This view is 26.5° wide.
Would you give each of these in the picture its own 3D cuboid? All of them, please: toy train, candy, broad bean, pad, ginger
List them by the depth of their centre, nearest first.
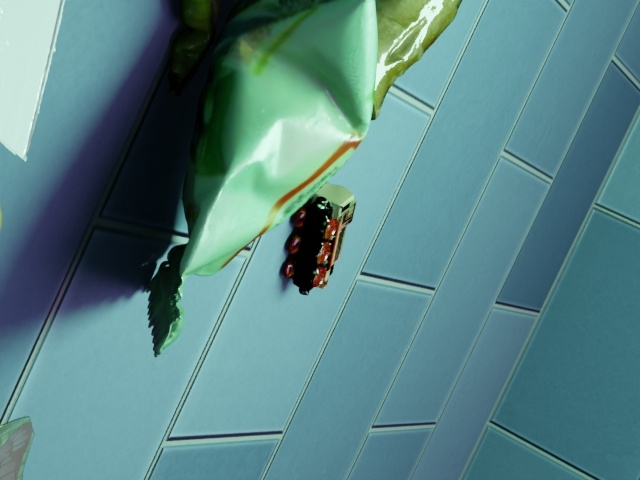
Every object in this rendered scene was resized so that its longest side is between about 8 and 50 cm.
[{"bbox_3d":[-0.225,-0.189,0.986,0.156,0.004,0.232,52,44,-65],"label":"pad"},{"bbox_3d":[-0.116,-0.221,1.233,0.061,0.046,0.195,-57,162,-46],"label":"broad bean"},{"bbox_3d":[-0.068,-0.088,1.306,0.398,0.172,0.263,-57,-178,3],"label":"candy"},{"bbox_3d":[0.097,-0.264,1.540,0.263,0.109,0.116,-58,-169,-10],"label":"ginger"},{"bbox_3d":[0.000,0.000,1.688,0.087,0.050,0.138,-36,145,-51],"label":"toy train"}]

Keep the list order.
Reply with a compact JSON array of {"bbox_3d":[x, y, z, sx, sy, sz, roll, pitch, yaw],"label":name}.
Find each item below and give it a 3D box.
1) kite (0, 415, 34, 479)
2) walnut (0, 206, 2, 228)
[{"bbox_3d":[-0.361,0.342,1.352,0.204,0.022,0.361,-32,138,-50],"label":"kite"},{"bbox_3d":[-0.298,-0.035,0.950,0.166,0.149,0.167,-9,90,-71],"label":"walnut"}]
